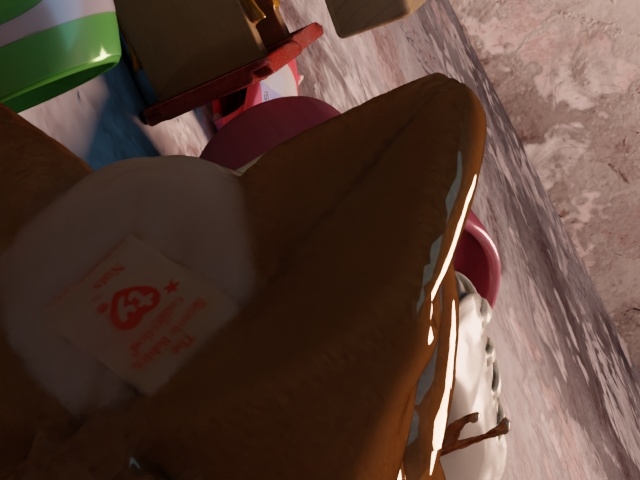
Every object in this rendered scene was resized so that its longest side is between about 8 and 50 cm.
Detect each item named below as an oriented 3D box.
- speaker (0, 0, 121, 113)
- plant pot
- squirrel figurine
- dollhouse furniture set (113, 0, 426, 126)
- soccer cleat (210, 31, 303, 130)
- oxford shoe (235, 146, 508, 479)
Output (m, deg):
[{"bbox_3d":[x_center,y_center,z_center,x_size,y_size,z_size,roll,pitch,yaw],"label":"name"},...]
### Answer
[{"bbox_3d":[-0.209,-0.207,0.966,0.296,0.131,0.131,66,13,-2],"label":"speaker"},{"bbox_3d":[0.000,0.000,1.345,0.201,0.201,0.180,51,5,-50],"label":"plant pot"},{"bbox_3d":[-0.035,0.164,0.889,0.370,0.281,0.397,67,23,-50],"label":"squirrel figurine"},{"bbox_3d":[0.009,-0.245,1.362,0.201,0.374,0.152,66,18,-10],"label":"dollhouse furniture set"},{"bbox_3d":[-0.041,-0.065,1.539,0.095,0.083,0.248,-6,77,-46],"label":"soccer cleat"},{"bbox_3d":[0.062,0.091,1.217,0.169,0.130,0.449,50,-5,44],"label":"oxford shoe"}]
